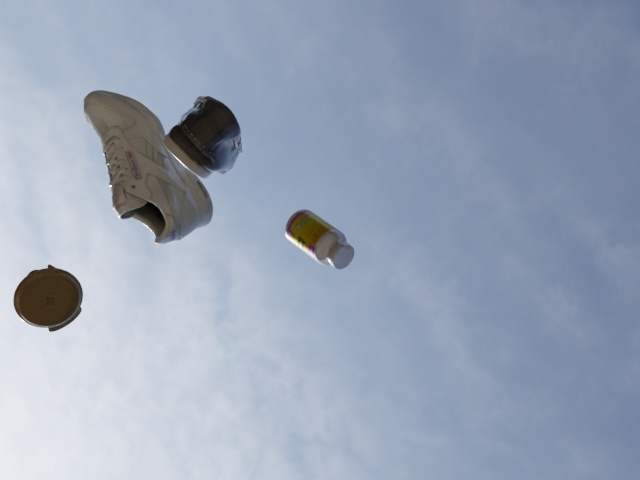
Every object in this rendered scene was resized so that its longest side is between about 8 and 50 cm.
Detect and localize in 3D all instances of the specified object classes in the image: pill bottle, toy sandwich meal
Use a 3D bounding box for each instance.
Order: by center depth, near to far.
[{"bbox_3d":[0.000,0.000,0.795,0.083,0.043,0.043,35,-72,41],"label":"pill bottle"},{"bbox_3d":[-0.320,0.067,0.834,0.029,0.086,0.085,37,-68,55],"label":"toy sandwich meal"}]

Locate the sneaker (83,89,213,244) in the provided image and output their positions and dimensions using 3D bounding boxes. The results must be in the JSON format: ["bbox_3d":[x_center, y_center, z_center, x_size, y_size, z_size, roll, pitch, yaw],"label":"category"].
[{"bbox_3d":[-0.320,-0.128,1.223,0.305,0.152,0.114,51,-43,-2],"label":"sneaker"}]

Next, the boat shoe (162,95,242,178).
[{"bbox_3d":[-0.154,-0.163,1.058,0.095,0.335,0.112,-43,-78,6],"label":"boat shoe"}]
